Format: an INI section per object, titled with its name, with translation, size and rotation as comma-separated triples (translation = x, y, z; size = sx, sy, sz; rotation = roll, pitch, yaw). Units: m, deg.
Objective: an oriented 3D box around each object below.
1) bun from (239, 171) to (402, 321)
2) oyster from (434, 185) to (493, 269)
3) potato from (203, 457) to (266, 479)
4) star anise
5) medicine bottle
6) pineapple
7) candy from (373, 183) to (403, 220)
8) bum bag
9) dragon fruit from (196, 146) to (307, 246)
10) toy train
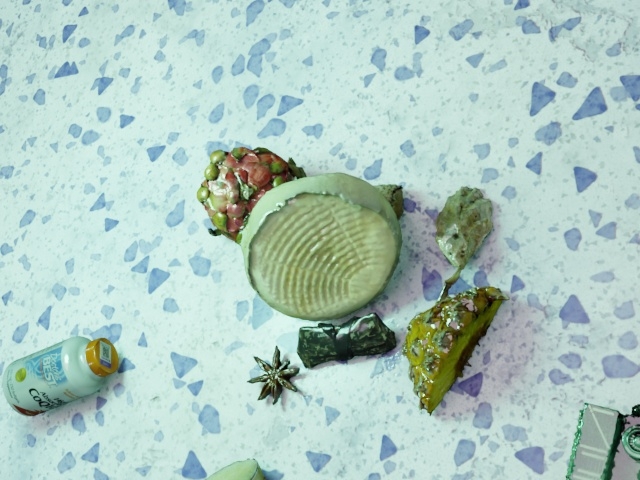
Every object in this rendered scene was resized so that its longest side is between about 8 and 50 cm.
[bun]
translation = -0.002, -0.004, 1.878
size = 0.364, 0.364, 0.202
rotation = -32, 32, 14
[oyster]
translation = 0.306, -0.040, 1.858
size = 0.132, 0.072, 0.209
rotation = 23, 71, 29
[potato]
translation = -0.196, 0.591, 1.884
size = 0.202, 0.182, 0.117
rotation = -29, 105, 23
[star anise]
translation = -0.107, 0.321, 1.972
size = 0.141, 0.042, 0.141
rotation = -7, 71, 21
[medicine bottle]
translation = -0.667, 0.343, 2.183
size = 0.288, 0.157, 0.157
rotation = -23, 64, 19
[pineapple]
translation = 0.252, 0.183, 1.772
size = 0.158, 0.161, 0.334
rotation = 39, 94, 33
[candy]
translation = 0.145, -0.087, 1.961
size = 0.110, 0.095, 0.085
rotation = 7, 115, 26
[bum bag]
translation = 0.051, 0.224, 1.899
size = 0.248, 0.102, 0.069
rotation = -16, 36, 20
[dragon fruit]
translation = -0.173, -0.107, 2.012
size = 0.269, 0.291, 0.250
rotation = 22, 89, 33
[toy train]
translation = 0.540, 0.429, 1.563
size = 0.154, 0.115, 0.270
rotation = 11, 79, 27
